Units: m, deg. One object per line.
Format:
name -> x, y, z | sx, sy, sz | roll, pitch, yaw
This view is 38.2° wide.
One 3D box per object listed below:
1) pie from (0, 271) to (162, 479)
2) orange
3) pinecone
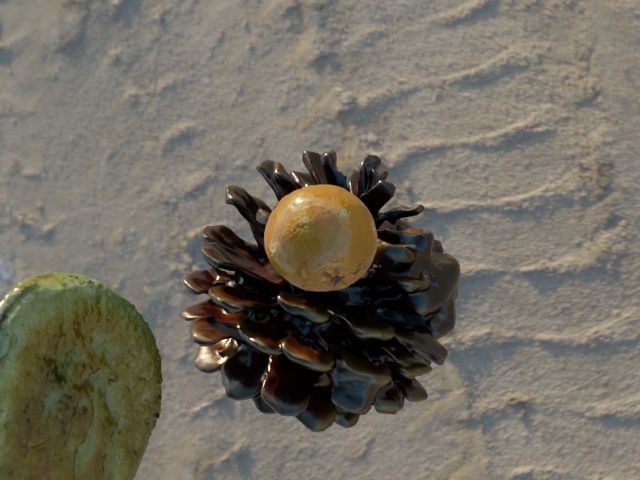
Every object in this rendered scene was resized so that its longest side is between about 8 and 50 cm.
pie -> -0.273, 0.187, 0.970 | 0.070, 0.323, 0.323 | 11, 97, 26
orange -> 0.000, 0.000, 0.661 | 0.083, 0.083, 0.070 | -25, 61, 33
pinecone -> 0.001, 0.052, 1.289 | 0.397, 0.397, 0.398 | 0, 90, 35
